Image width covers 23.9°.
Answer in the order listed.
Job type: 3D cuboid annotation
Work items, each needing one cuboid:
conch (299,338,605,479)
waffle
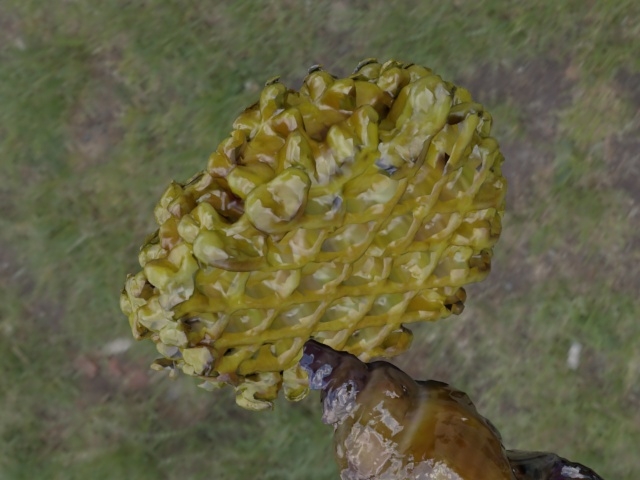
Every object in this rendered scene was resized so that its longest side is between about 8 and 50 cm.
[{"bbox_3d":[0.075,0.124,0.590,0.232,0.086,0.080,37,158,-22],"label":"conch"},{"bbox_3d":[0.000,0.000,0.713,0.197,0.193,0.070,-41,58,8],"label":"waffle"}]
